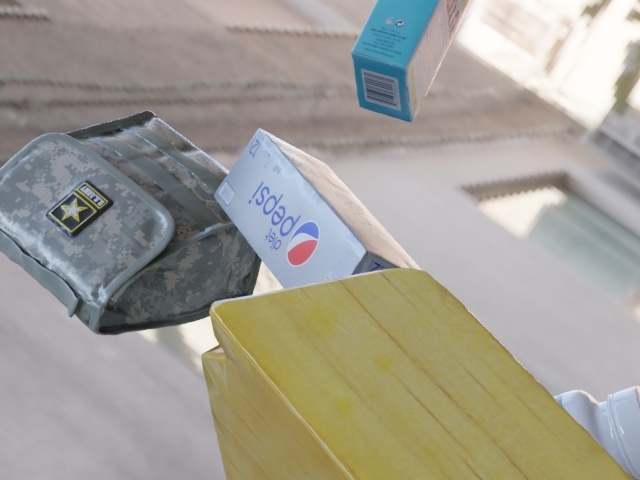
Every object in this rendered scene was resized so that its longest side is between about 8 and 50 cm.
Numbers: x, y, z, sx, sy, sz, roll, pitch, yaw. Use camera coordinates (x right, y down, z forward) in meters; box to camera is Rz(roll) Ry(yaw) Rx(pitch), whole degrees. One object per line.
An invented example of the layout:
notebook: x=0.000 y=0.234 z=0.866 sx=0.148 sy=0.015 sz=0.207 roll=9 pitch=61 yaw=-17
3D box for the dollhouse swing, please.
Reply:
dollhouse swing: x=0.147 y=0.162 z=1.066 sx=0.305 sy=0.315 sz=0.347 roll=-29 pitch=-39 yaw=-18

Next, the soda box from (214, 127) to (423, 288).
soda box: x=0.000 y=0.000 z=1.718 sx=0.098 sy=0.286 sz=0.091 roll=27 pitch=-77 yaw=-34

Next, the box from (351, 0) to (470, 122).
box: x=0.107 y=-0.246 z=1.755 sx=0.100 sy=0.060 sz=0.244 roll=78 pitch=-147 yaw=-60

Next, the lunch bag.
lunch bag: x=-0.233 y=-0.015 z=2.046 sx=0.287 sy=0.235 sz=0.169 roll=-20 pitch=-42 yaw=-47

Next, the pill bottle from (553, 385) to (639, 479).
pill bottle: x=0.208 y=0.198 z=1.590 sx=0.193 sy=0.108 sz=0.108 roll=-21 pitch=-9 yaw=17
